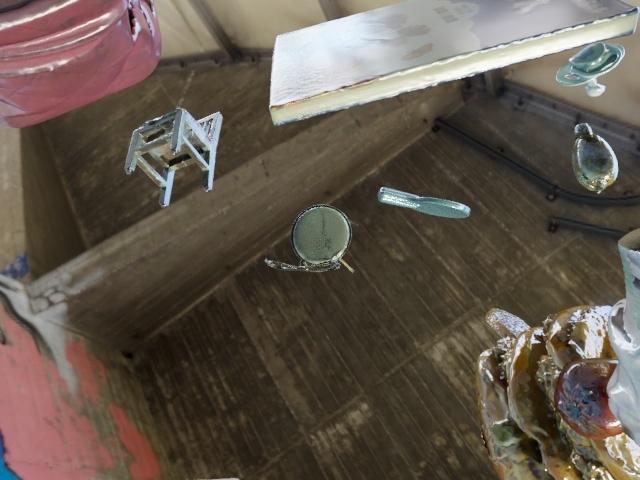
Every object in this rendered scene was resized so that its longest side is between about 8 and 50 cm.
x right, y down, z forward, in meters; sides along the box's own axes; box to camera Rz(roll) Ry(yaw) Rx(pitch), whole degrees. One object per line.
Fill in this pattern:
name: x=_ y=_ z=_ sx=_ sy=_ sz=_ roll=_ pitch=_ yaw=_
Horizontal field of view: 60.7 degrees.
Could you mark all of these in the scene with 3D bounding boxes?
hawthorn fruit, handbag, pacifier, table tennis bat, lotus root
hawthorn fruit: x=0.250 y=0.139 z=0.487 sx=0.077 sy=0.077 sz=0.077 roll=-10 pitch=-120 yaw=18
handbag: x=-0.189 y=-0.189 z=0.311 sx=0.146 sy=0.135 sz=0.225 roll=-23 pitch=-94 yaw=-7
pacifier: x=0.614 y=-0.374 z=1.226 sx=0.150 sy=0.117 sz=0.127 roll=-38 pitch=-149 yaw=-6
table tennis bat: x=0.255 y=-0.090 z=1.359 sx=0.237 sy=0.149 sz=0.038 roll=12 pitch=-94 yaw=-9
lotus root: x=0.592 y=-0.178 z=1.190 sx=0.088 sy=0.088 sz=0.165 roll=-13 pitch=-119 yaw=16

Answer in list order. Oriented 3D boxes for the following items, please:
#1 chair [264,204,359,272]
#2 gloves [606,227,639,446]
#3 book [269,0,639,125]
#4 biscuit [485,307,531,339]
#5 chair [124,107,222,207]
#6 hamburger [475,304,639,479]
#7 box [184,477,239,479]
chair: x=0.000 y=0.000 z=1.271 sx=0.159 sy=0.325 sz=0.170 roll=5 pitch=-98 yaw=14
gloves: x=0.228 y=0.097 z=0.305 sx=0.111 sy=0.127 sz=0.212 roll=-4 pitch=-77 yaw=37
book: x=0.140 y=-0.277 z=0.742 sx=0.427 sy=0.039 sz=0.300 roll=-14 pitch=-146 yaw=6
biscuit: x=0.410 y=0.195 z=1.145 sx=0.141 sy=0.221 sz=0.029 roll=32 pitch=-76 yaw=3
chair: x=-0.322 y=-0.227 z=1.229 sx=0.136 sy=0.147 sz=0.271 roll=-17 pitch=-131 yaw=18
hamburger: x=0.314 y=0.223 z=0.661 sx=0.211 sy=0.260 sz=0.245 roll=-38 pitch=-176 yaw=40
box: x=-0.153 y=0.368 z=0.731 sx=0.089 sy=0.122 sz=0.062 roll=-58 pitch=-137 yaw=15
